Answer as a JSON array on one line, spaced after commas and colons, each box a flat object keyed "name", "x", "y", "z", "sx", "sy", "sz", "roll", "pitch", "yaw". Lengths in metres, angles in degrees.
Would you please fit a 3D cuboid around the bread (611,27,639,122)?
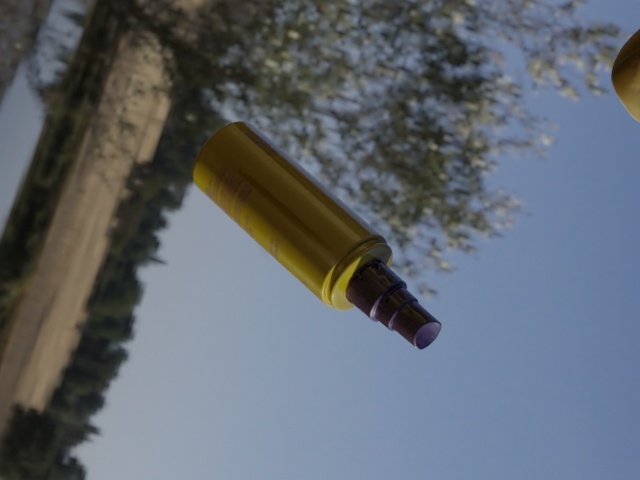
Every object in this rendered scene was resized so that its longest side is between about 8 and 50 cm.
[{"name": "bread", "x": 0.328, "y": -0.149, "z": 0.895, "sx": 0.305, "sy": 0.142, "sz": 0.091, "roll": -42, "pitch": -177, "yaw": 43}]

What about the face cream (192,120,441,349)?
[{"name": "face cream", "x": 0.000, "y": 0.000, "z": 1.216, "sx": 0.078, "sy": 0.273, "sz": 0.078, "roll": -34, "pitch": 148, "yaw": -25}]
